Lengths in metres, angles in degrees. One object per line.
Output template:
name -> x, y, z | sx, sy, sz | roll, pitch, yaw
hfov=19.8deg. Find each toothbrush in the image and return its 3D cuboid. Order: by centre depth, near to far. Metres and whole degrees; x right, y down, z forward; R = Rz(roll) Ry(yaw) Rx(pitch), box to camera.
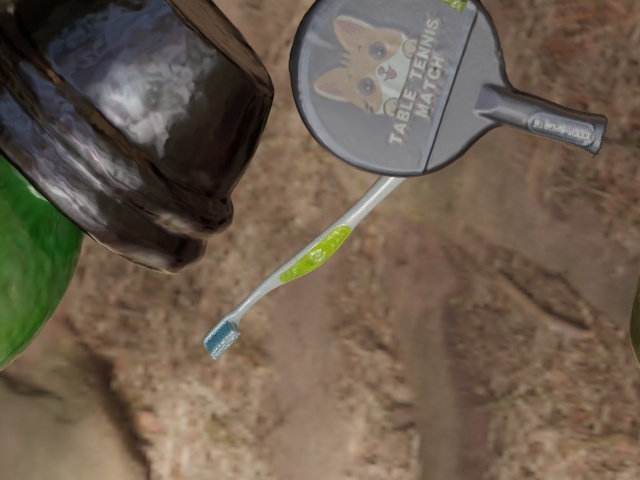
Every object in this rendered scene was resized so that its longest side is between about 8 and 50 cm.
toothbrush -> 0.000, 0.000, 1.405 | 0.263, 0.022, 0.026 | -45, 41, 18

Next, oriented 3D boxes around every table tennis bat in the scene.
table tennis bat -> 0.092, -0.108, 1.302 | 0.027, 0.236, 0.150 | -141, 69, -77

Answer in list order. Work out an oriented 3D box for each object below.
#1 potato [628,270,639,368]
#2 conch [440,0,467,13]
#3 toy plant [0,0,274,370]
potato -> 0.459, 0.104, 1.803 | 0.351, 0.203, 0.218 | 24, 104, 47
conch -> 0.046, -0.171, 0.946 | 0.074, 0.089, 0.121 | -27, 84, 19
toy plant -> -0.140, -0.034, 0.955 | 0.235, 0.175, 0.218 | -45, 10, 10
